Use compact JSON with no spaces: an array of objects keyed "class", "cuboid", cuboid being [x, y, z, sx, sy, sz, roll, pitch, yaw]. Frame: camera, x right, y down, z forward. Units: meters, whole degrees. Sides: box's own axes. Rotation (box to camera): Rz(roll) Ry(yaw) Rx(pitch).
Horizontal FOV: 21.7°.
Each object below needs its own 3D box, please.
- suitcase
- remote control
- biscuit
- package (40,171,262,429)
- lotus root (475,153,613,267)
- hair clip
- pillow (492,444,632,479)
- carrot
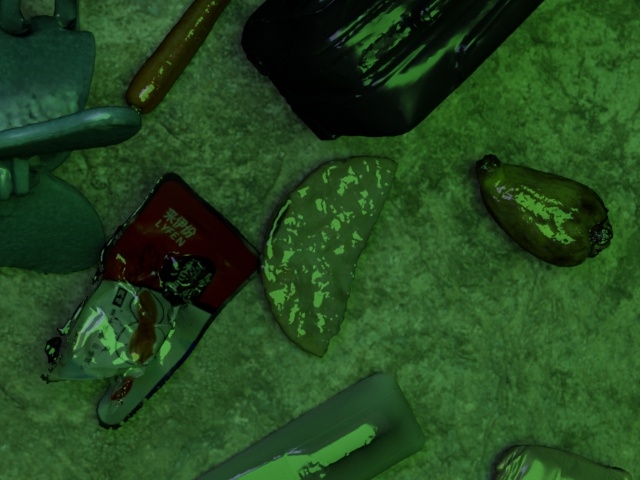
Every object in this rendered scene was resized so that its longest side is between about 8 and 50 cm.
[{"class":"suitcase","cuboid":[0.105,-0.267,1.819,0.345,0.339,0.188,-44,108,-12]},{"class":"remote control","cuboid":[-0.024,0.274,1.952,0.313,0.055,0.109,-29,101,-14]},{"class":"biscuit","cuboid":[-0.004,0.002,1.951,0.133,0.032,0.250,22,87,-24]},{"class":"package","cuboid":[-0.194,0.075,1.865,0.269,0.071,0.194,-58,140,-14]},{"class":"lotus root","cuboid":[0.259,-0.042,2.013,0.190,0.094,0.108,29,62,-9]},{"class":"hair clip","cuboid":[-0.374,-0.130,1.712,0.318,0.392,0.238,-7,70,-15]},{"class":"pillow","cuboid":[0.260,0.383,2.044,0.173,0.067,0.270,21,86,-12]},{"class":"carrot","cuboid":[-0.142,-0.243,1.895,0.043,0.043,0.248,39,79,-16]}]
